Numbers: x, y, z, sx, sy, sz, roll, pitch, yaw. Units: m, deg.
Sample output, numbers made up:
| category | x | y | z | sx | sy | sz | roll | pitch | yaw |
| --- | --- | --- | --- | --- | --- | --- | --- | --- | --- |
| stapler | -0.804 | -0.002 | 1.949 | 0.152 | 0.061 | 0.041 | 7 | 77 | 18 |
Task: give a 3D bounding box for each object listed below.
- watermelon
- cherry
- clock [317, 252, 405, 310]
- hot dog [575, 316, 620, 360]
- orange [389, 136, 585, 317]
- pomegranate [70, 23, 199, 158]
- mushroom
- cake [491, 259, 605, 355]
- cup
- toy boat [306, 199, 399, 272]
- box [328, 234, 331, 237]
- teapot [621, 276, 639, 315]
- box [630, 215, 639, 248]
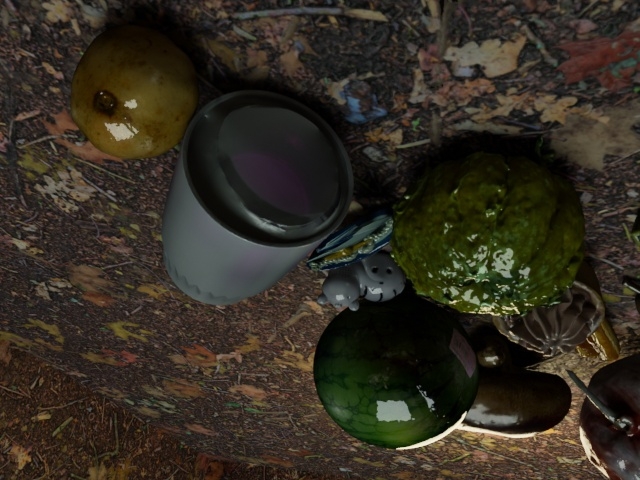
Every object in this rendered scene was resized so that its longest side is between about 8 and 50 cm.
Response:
| category | x | y | z | sx | sy | sz | roll | pitch | yaw |
| --- | --- | --- | --- | --- | --- | --- | --- | --- | --- |
| watermelon | 0.159 | 0.280 | 1.367 | 0.363 | 0.363 | 0.363 | 10 | 149 | 6 |
| cherry | 0.733 | 0.376 | 1.360 | 0.334 | 0.291 | 0.326 | -20 | 135 | -18 |
| clock | 0.084 | 0.088 | 1.275 | 0.176 | 0.117 | 0.080 | 7 | 153 | -2 |
| hot dog | 0.545 | 0.172 | 1.298 | 0.100 | 0.068 | 0.249 | 3 | 148 | 42 |
| orange | 0.250 | 0.000 | 0.984 | 0.301 | 0.223 | 0.300 | -1 | 141 | 24 |
| pomegranate | -0.251 | -0.204 | 0.886 | 0.196 | 0.196 | 0.196 | 10 | 149 | 6 |
| mushroom | 0.420 | 0.378 | 1.550 | 0.345 | 0.239 | 0.345 | 29 | 169 | 6 |
| cake | 0.394 | 0.127 | 1.131 | 0.207 | 0.178 | 0.185 | 7 | 132 | 25 |
| cup | -0.128 | -0.043 | 1.022 | 0.253 | 0.253 | 0.371 | 21 | 149 | -14 |
| toy boat | 0.049 | -0.009 | 1.064 | 0.220 | 0.067 | 0.291 | -29 | 170 | 12 |
| box | 0.000 | 0.000 | 1.275 | 0.083 | 0.012 | 0.046 | 11 | 150 | 2 |
| teapot | 0.608 | 0.111 | 1.171 | 0.110 | 0.085 | 0.080 | 42 | 141 | -9 |
| box | 0.608 | -0.002 | 0.946 | 0.220 | 0.064 | 0.141 | -24 | 105 | 47 |
